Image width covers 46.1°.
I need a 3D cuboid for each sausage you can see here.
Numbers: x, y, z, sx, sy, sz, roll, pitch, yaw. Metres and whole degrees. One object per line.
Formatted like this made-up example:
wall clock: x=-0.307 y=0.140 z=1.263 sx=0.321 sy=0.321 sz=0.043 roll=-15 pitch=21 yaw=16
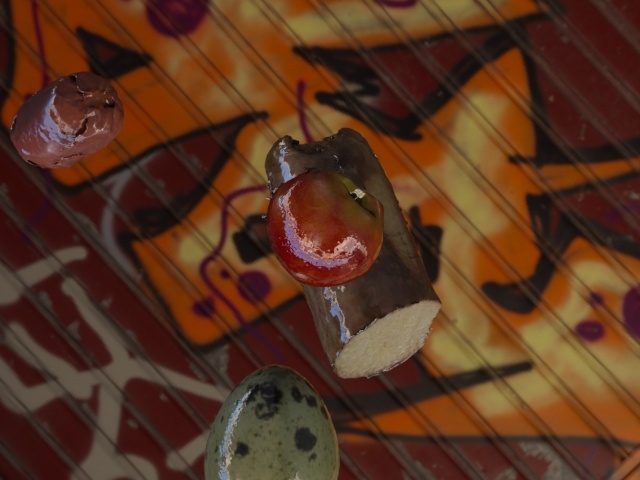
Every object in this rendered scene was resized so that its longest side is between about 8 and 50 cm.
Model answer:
sausage: x=-0.483 y=-0.223 z=1.433 sx=0.279 sy=0.152 sz=0.152 roll=-17 pitch=126 yaw=42

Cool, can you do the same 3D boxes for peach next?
peach: x=0.001 y=-0.001 z=0.551 sx=0.098 sy=0.098 sz=0.061 roll=47 pitch=-152 yaw=-37

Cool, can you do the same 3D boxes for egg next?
egg: x=-0.063 y=0.271 z=0.977 sx=0.177 sy=0.177 sz=0.228 roll=-133 pitch=42 yaw=-73

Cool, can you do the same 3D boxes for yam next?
yam: x=0.028 y=0.005 z=0.747 sx=0.128 sy=0.129 sz=0.238 roll=12 pitch=-134 yaw=-43
